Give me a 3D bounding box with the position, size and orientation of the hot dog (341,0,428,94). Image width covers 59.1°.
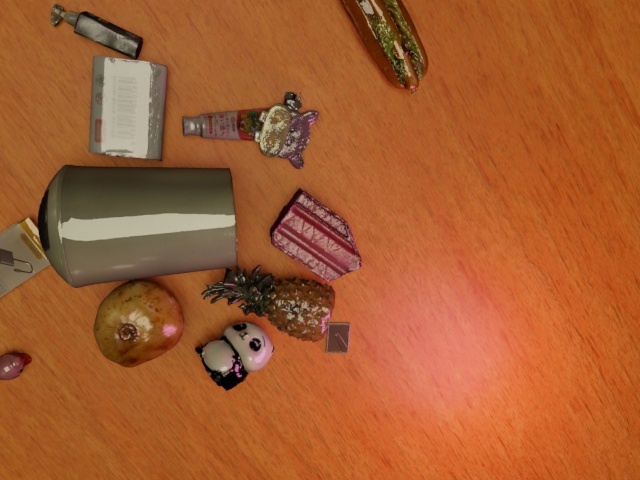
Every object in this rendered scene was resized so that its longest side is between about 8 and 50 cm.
[{"bbox_3d":[0.170,-0.529,1.418,0.135,0.100,0.338,-32,103,-4],"label":"hot dog"}]

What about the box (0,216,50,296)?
[{"bbox_3d":[-0.779,0.058,1.390,0.247,0.033,0.129,-34,102,-3],"label":"box"}]

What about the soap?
[{"bbox_3d":[0.000,0.000,1.479,0.249,0.099,0.162,36,92,-13],"label":"soap"}]

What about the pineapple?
[{"bbox_3d":[-0.133,0.151,1.464,0.340,0.169,0.169,16,96,-6],"label":"pineapple"}]

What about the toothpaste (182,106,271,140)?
[{"bbox_3d":[-0.227,-0.289,1.420,0.233,0.057,0.090,-5,101,-20],"label":"toothpaste"}]

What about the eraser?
[{"bbox_3d":[-0.461,-0.314,1.357,0.173,0.081,0.227,4,98,-14],"label":"eraser"}]

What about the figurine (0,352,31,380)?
[{"bbox_3d":[-0.781,0.317,1.413,0.083,0.071,0.067,-44,103,1],"label":"figurine"}]

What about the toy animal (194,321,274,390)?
[{"bbox_3d":[-0.220,0.285,1.469,0.179,0.138,0.166,-34,61,-11],"label":"toy animal"}]

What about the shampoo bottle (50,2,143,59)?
[{"bbox_3d":[-0.527,-0.493,1.328,0.207,0.057,0.064,22,103,-11],"label":"shampoo bottle"}]

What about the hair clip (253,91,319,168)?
[{"bbox_3d":[-0.088,-0.288,1.434,0.145,0.056,0.187,13,95,-18],"label":"hair clip"}]

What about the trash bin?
[{"bbox_3d":[-0.419,-0.041,1.315,0.431,0.280,0.281,-4,100,-12],"label":"trash bin"}]

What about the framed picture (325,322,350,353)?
[{"bbox_3d":[0.049,0.273,1.580,0.066,0.006,0.089,1,100,-10],"label":"framed picture"}]

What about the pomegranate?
[{"bbox_3d":[-0.443,0.207,1.383,0.215,0.215,0.216,-2,100,-9],"label":"pomegranate"}]
